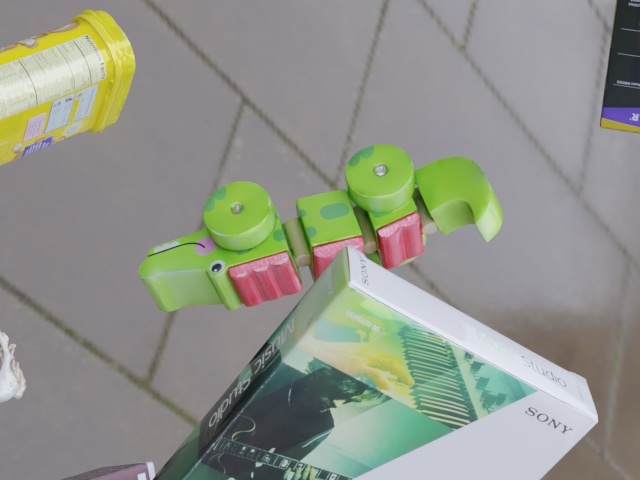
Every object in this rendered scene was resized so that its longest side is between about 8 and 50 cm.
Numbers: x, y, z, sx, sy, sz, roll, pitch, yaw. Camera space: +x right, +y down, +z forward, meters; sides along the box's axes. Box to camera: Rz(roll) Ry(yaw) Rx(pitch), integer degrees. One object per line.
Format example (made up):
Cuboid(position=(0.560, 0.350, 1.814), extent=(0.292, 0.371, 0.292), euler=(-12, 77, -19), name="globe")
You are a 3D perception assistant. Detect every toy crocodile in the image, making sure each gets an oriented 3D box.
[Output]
Cuboid(position=(0.000, 0.000, 1.262), extent=(0.115, 0.341, 0.105), euler=(76, -2, -51), name="toy crocodile")

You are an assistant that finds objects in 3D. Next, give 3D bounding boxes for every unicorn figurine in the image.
Cuboid(position=(-0.384, 0.160, 1.490), extent=(0.162, 0.060, 0.111), euler=(-10, 80, -46), name="unicorn figurine")

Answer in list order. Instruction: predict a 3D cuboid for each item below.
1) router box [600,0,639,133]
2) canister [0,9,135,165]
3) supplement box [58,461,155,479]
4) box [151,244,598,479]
Cuboid(position=(0.305, -0.245, 1.134), extent=(0.309, 0.081, 0.242), euler=(-49, 145, -63), name="router box")
Cuboid(position=(-0.260, -0.126, 1.194), extent=(0.170, 0.126, 0.073), euler=(-27, 73, -34), name="canister")
Cuboid(position=(-0.258, 0.312, 1.379), extent=(0.239, 0.073, 0.130), euler=(-3, 84, -62), name="supplement box")
Cuboid(position=(0.021, 0.179, 1.035), extent=(0.232, 0.322, 0.058), euler=(29, 25, -20), name="box")
